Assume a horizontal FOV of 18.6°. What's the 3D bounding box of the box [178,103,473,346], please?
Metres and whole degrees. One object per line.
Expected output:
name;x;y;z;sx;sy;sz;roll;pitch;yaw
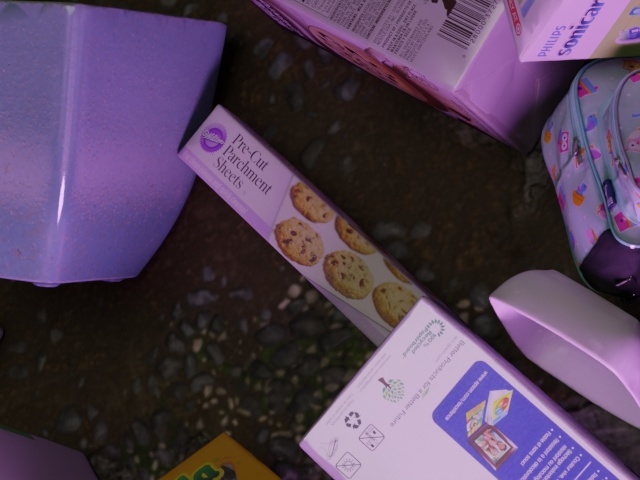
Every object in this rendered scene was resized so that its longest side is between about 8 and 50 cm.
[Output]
box;0.000;0.000;1.732;0.067;0.063;0.324;-49;59;5

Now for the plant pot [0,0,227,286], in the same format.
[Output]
plant pot;-0.255;-0.089;1.801;0.247;0.248;0.252;5;94;29

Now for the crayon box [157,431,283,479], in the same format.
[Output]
crayon box;-0.086;0.287;1.596;0.202;0.081;0.318;-36;43;-21

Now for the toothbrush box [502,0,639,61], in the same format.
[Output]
toothbrush box;0.280;-0.263;1.551;0.283;0.122;0.206;-5;65;-20

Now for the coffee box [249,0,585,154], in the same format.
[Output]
coffee box;0.065;-0.207;1.706;0.297;0.168;0.119;31;90;32

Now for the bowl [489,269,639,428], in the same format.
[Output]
bowl;0.213;0.081;1.555;0.142;0.142;0.053;33;79;32

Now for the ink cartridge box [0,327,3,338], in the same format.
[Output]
ink cartridge box;-0.432;0.105;1.911;0.203;0.086;0.148;26;87;31

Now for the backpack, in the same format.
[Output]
backpack;0.269;-0.064;1.551;0.166;0.144;0.188;-5;53;-17

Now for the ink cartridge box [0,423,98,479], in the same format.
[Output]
ink cartridge box;-0.339;0.293;1.735;0.273;0.198;0.115;-40;60;11

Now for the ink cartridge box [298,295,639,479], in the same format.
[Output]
ink cartridge box;0.156;0.211;1.557;0.333;0.065;0.165;42;96;18
